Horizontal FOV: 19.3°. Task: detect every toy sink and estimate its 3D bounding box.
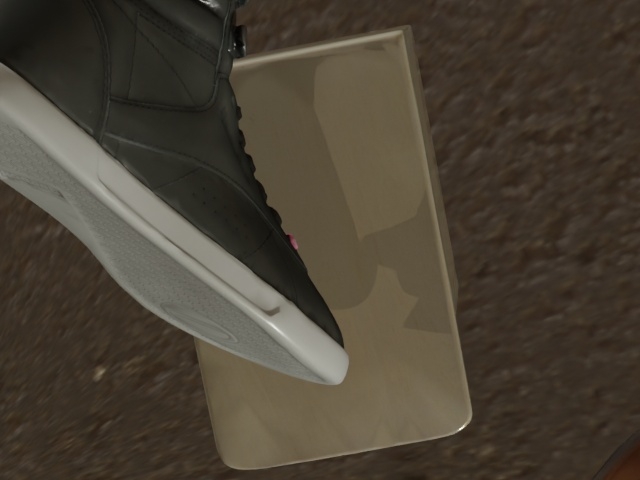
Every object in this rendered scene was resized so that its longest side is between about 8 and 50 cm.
[{"bbox_3d":[0.000,0.000,1.127,0.153,0.131,0.234,-11,97,7],"label":"toy sink"}]

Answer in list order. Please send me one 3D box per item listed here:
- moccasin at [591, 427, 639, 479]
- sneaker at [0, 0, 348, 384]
[{"bbox_3d":[0.119,0.142,0.562,0.380,0.147,0.139,-24,111,-47],"label":"moccasin"},{"bbox_3d":[-0.053,-0.050,0.886,0.296,0.104,0.147,44,64,-39],"label":"sneaker"}]
